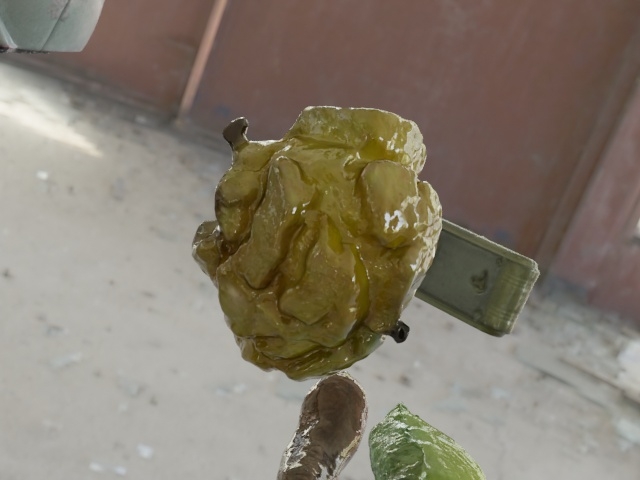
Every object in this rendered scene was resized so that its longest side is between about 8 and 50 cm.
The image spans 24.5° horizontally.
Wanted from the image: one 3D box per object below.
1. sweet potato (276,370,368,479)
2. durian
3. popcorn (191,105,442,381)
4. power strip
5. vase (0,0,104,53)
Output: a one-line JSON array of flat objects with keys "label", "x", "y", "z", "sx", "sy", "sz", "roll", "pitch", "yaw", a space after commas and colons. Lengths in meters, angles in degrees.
[{"label": "sweet potato", "x": -0.001, "y": 0.276, "z": 1.900, "sx": 0.097, "sy": 0.097, "sz": 0.292, "roll": 22, "pitch": 35, "yaw": 2}, {"label": "durian", "x": 0.110, "y": 0.268, "z": 1.525, "sx": 0.139, "sy": 0.101, "sz": 0.250, "roll": 28, "pitch": 24, "yaw": -24}, {"label": "popcorn", "x": 0.000, "y": 0.000, "z": 0.835, "sx": 0.152, "sy": 0.167, "sz": 0.148, "roll": 40, "pitch": 17, "yaw": 12}, {"label": "power strip", "x": 0.085, "y": 0.000, "z": 1.644, "sx": 0.066, "sy": 0.092, "sz": 0.387, "roll": 22, "pitch": 4, "yaw": -46}, {"label": "vase", "x": -0.327, "y": -0.433, "z": 1.630, "sx": 0.250, "sy": 0.445, "sz": 0.250, "roll": 9, "pitch": 9, "yaw": -1}]
